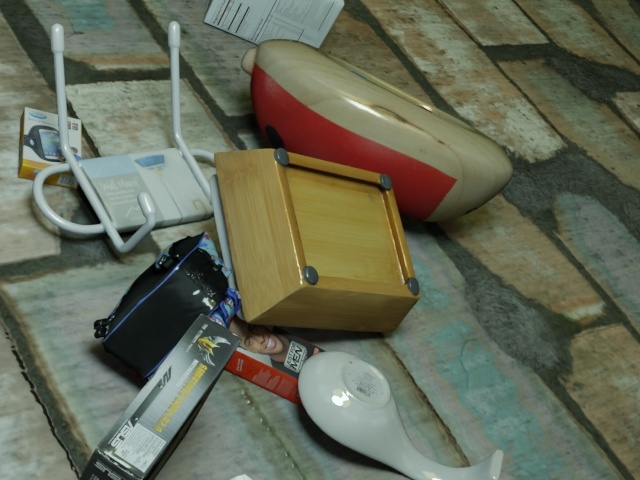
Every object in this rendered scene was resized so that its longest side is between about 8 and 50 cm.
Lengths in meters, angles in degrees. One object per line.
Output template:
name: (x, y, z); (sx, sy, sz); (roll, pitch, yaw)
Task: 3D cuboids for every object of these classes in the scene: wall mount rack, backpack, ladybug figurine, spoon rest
wall mount rack: (-0.235, -0.140, 1.535); (0.350, 0.130, 0.304); (-13, 66, -48)
backpack: (-0.170, 0.073, 1.363); (0.117, 0.158, 0.173); (44, 18, -8)
ladybug figurine: (0.075, -0.161, 1.738); (0.449, 0.162, 0.305); (27, 12, -5)
spoon rest: (0.091, 0.235, 1.419); (0.276, 0.084, 0.137); (32, 37, -2)

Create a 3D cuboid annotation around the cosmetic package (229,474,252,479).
cosmetic package: (-0.157, 0.346, 0.878); (0.197, 0.366, 0.155); (48, 20, -46)

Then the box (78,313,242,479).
box: (-0.182, 0.209, 1.185); (0.056, 0.183, 0.231); (33, 37, 2)

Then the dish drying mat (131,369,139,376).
dish drying mat: (-0.229, 0.130, 1.378); (0.032, 0.008, 0.083); (-8, 54, -41)

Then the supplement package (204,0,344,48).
supplement package: (-0.076, -0.450, 1.995); (0.203, 0.149, 0.194); (21, 40, -16)

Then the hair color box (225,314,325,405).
hair color box: (-0.070, 0.146, 1.441); (0.141, 0.043, 0.072); (26, 40, -7)

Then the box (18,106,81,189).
box: (-0.369, -0.132, 1.551); (0.081, 0.028, 0.136); (12, 45, -24)

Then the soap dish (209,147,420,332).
soap dish: (0.000, 0.000, 1.497); (0.291, 0.118, 0.228); (8, 63, -48)
